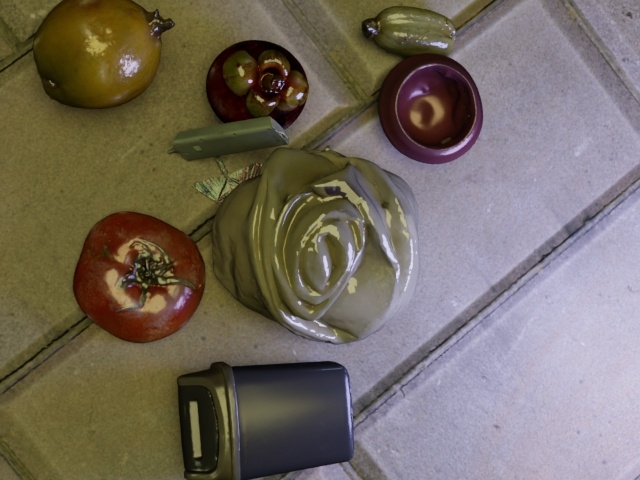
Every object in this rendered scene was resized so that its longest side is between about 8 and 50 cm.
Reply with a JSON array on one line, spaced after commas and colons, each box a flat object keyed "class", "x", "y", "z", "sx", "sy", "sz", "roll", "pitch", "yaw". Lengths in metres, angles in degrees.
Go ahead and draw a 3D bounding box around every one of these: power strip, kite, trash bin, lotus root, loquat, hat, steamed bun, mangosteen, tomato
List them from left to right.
[{"class": "loquat", "x": -0.357, "y": -0.326, "z": 1.818, "sx": 0.246, "sy": 0.213, "sz": 0.213, "roll": -22, "pitch": 91, "yaw": 11}, {"class": "tomato", "x": -0.315, "y": 0.061, "z": 1.874, "sx": 0.236, "sy": 0.095, "sz": 0.237, "roll": 1, "pitch": 87, "yaw": -11}, {"class": "power strip", "x": -0.164, "y": -0.174, "z": 1.878, "sx": 0.060, "sy": 0.252, "sz": 0.027, "roll": 46, "pitch": 47, "yaw": -47}, {"class": "kite", "x": -0.168, "y": -0.122, "z": 1.953, "sx": 0.137, "sy": 0.005, "sz": 0.153, "roll": -17, "pitch": 91, "yaw": -11}, {"class": "mangosteen", "x": -0.106, "y": -0.268, "z": 1.875, "sx": 0.200, "sy": 0.200, "sz": 0.200, "roll": 0, "pitch": 87, "yaw": -10}, {"class": "trash bin", "x": -0.097, "y": 0.307, "z": 1.863, "sx": 0.290, "sy": 0.182, "sz": 0.209, "roll": -4, "pitch": 87, "yaw": -16}, {"class": "steamed bun", "x": 0.000, "y": 0.000, "z": 1.855, "sx": 0.367, "sy": 0.255, "sz": 0.342, "roll": 15, "pitch": 87, "yaw": -8}, {"class": "lotus root", "x": 0.161, "y": -0.384, "z": 1.989, "sx": 0.183, "sy": 0.077, "sz": 0.090, "roll": 4, "pitch": 80, "yaw": -13}, {"class": "hat", "x": 0.199, "y": -0.241, "z": 1.986, "sx": 0.205, "sy": 0.089, "sz": 0.205, "roll": 0, "pitch": 93, "yaw": -10}]
